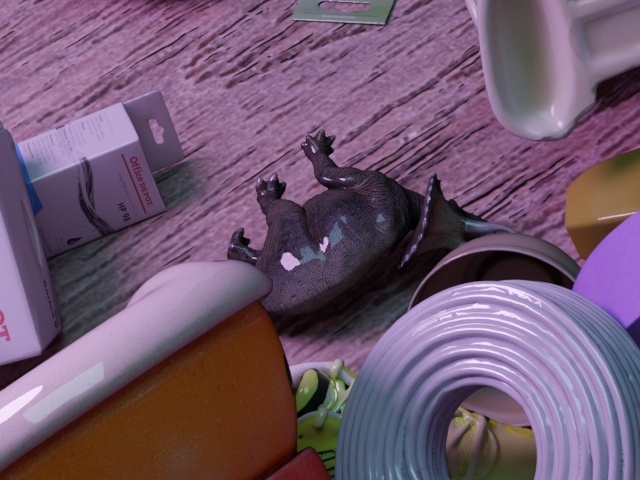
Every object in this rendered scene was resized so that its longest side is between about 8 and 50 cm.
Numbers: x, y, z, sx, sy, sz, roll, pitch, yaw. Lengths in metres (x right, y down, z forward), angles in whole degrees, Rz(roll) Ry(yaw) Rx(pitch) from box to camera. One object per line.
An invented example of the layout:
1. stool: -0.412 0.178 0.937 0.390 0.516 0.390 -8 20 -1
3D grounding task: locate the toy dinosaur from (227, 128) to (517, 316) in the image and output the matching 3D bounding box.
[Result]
1. toy dinosaur: 0.000 0.000 1.707 0.314 0.121 0.160 -24 34 -12

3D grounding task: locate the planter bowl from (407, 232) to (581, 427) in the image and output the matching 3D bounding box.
1. planter bowl: 0.160 0.060 1.599 0.162 0.162 0.109 -1 23 15

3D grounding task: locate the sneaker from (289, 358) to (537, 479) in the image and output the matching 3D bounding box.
1. sneaker: 0.041 0.177 1.519 0.385 0.147 0.145 4 49 15

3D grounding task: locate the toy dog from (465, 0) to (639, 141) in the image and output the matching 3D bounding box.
1. toy dog: 0.228 -0.304 1.762 0.285 0.395 0.408 -28 13 8

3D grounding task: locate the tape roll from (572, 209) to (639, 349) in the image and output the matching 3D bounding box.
1. tape roll: 0.330 0.069 1.447 0.275 0.274 0.090 -12 47 5

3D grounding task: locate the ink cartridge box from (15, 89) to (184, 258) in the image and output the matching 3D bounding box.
1. ink cartridge box: -0.216 -0.061 1.828 0.180 0.104 0.060 -22 47 -4

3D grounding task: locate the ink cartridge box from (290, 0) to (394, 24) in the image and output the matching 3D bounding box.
1. ink cartridge box: 0.041 -0.322 2.018 0.109 0.062 0.209 6 52 19

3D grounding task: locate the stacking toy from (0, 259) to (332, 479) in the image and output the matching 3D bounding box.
1. stacking toy: -0.069 0.285 1.339 0.351 0.350 0.480 -34 89 -15

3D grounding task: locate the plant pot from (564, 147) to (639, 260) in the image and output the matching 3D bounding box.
1. plant pot: 0.261 -0.022 1.684 0.083 0.081 0.081 -12 46 21

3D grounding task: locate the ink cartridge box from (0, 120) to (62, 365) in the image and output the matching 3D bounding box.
1. ink cartridge box: -0.401 0.028 1.715 0.289 0.211 0.121 -15 8 3

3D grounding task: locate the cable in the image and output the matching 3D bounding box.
1. cable: 0.124 0.154 1.367 0.257 0.089 0.257 -33 64 28
